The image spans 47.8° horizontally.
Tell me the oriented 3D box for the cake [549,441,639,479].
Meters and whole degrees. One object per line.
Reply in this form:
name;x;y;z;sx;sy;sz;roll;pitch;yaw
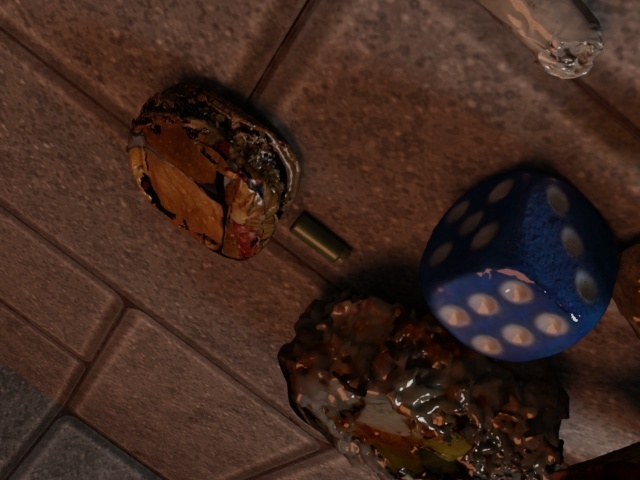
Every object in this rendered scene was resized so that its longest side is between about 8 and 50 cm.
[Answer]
cake;0.375;0.308;0.758;0.196;0.293;0.199;70;154;20

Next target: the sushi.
sushi;0.134;0.215;0.965;0.417;0.176;0.417;22;151;13

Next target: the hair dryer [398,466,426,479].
hair dryer;0.173;0.364;0.947;0.199;0.067;0.167;29;155;6

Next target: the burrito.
burrito;0.143;-0.206;0.559;0.203;0.064;0.064;43;144;-12

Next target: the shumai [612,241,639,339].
shumai;0.362;0.092;0.671;0.209;0.153;0.161;29;139;13

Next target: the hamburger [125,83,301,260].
hamburger;-0.136;-0.083;0.894;0.231;0.107;0.231;25;148;17

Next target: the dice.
dice;0.197;0.027;0.725;0.146;0.146;0.143;40;143;-15

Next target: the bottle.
bottle;0.000;0.000;0.947;0.083;0.030;0.030;37;145;-6
